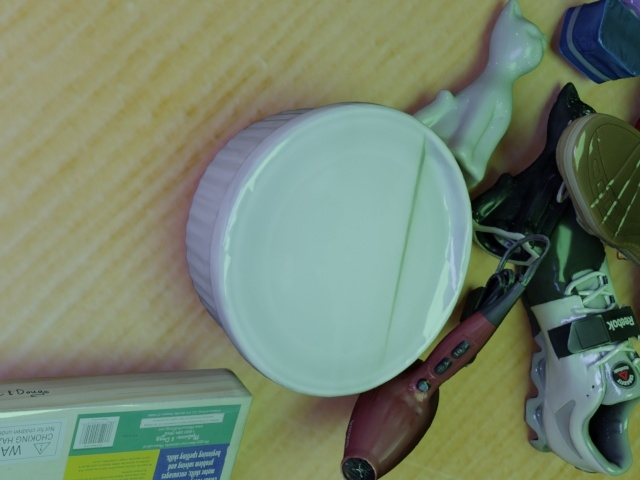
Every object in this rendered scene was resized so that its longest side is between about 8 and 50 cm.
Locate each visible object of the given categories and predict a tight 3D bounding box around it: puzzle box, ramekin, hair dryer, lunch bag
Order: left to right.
[{"bbox_3d":[-0.271,0.241,0.914,0.409,0.052,0.272,2,115,-34],"label":"puzzle box"},{"bbox_3d":[0.000,0.000,1.015,0.273,0.127,0.272,-9,107,-31],"label":"ramekin"},{"bbox_3d":[0.106,0.120,1.084,0.080,0.223,0.293,34,70,8],"label":"hair dryer"},{"bbox_3d":[0.311,-0.217,1.199,0.098,0.065,0.067,32,69,-34],"label":"lunch bag"}]

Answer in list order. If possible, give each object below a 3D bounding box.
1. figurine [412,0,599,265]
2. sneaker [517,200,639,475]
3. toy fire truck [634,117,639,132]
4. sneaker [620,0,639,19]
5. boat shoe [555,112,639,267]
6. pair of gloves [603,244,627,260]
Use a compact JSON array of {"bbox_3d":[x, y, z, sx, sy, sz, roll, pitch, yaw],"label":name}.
[{"bbox_3d":[0.207,-0.119,1.154,0.215,0.092,0.209,47,68,-33],"label":"figurine"},{"bbox_3d":[0.314,0.113,1.242,0.122,0.146,0.330,-17,110,-25],"label":"sneaker"},{"bbox_3d":[0.519,-0.152,1.308,0.302,0.169,0.253,32,66,-36],"label":"toy fire truck"},{"bbox_3d":[0.380,-0.332,1.189,0.095,0.104,0.236,-14,111,-31],"label":"sneaker"},{"bbox_3d":[0.309,-0.043,1.155,0.104,0.089,0.285,-53,134,-6],"label":"boat shoe"},{"bbox_3d":[0.357,-0.013,1.316,0.083,0.010,0.074,4,100,-35],"label":"pair of gloves"}]
